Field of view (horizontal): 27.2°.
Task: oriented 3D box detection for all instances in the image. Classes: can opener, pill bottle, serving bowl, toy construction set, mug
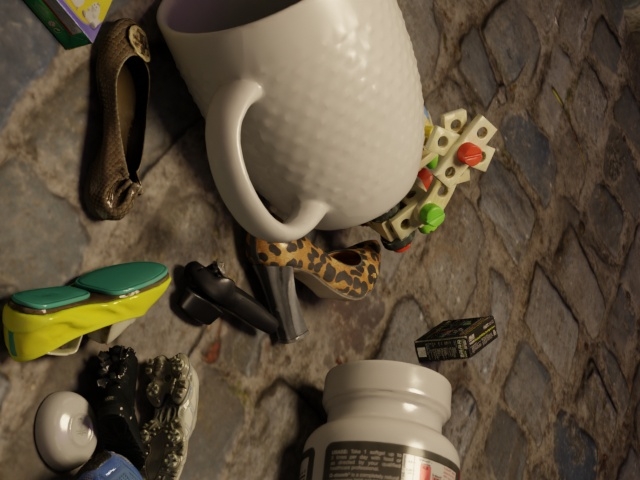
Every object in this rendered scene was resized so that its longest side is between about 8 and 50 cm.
[{"bbox_3d":[-0.112,0.072,1.633,0.059,0.073,0.186,52,12,32],"label":"can opener"},{"bbox_3d":[0.072,0.351,1.698,0.210,0.210,0.363,40,50,-48],"label":"pill bottle"},{"bbox_3d":[-0.257,0.196,1.368,0.083,0.027,0.083,25,60,-54],"label":"serving bowl"},{"bbox_3d":[0.130,-0.104,1.871,0.215,0.327,0.151,-37,108,-9],"label":"toy construction set"},{"bbox_3d":[-0.029,-0.159,1.612,0.328,0.276,0.374,65,35,-31],"label":"mug"}]

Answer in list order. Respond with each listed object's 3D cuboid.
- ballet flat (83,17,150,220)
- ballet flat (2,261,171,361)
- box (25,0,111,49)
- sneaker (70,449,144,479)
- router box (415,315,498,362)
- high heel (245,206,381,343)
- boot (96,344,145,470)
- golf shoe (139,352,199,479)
[{"bbox_3d":[-0.218,-0.140,1.494,0.084,0.058,0.250,36,53,-51],"label":"ballet flat"},{"bbox_3d":[-0.246,0.077,1.390,0.231,0.077,0.077,-17,118,-57],"label":"ballet flat"},{"bbox_3d":[-0.268,-0.312,1.474,0.105,0.043,0.179,51,40,-41],"label":"box"},{"bbox_3d":[-0.157,0.359,1.361,0.130,0.147,0.330,-41,116,-45],"label":"sneaker"},{"bbox_3d":[0.219,0.157,2.114,0.122,0.092,0.038,-26,104,-58],"label":"router box"},{"bbox_3d":[0.000,0.000,1.785,0.261,0.093,0.186,-38,120,-48],"label":"high heel"},{"bbox_3d":[-0.214,0.180,1.426,0.099,0.045,0.121,-94,178,-46],"label":"boot"},{"bbox_3d":[-0.164,0.218,1.486,0.086,0.069,0.176,52,45,-59],"label":"golf shoe"}]
